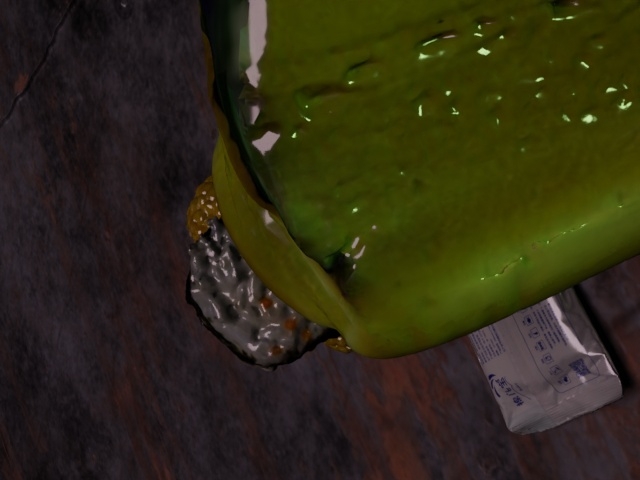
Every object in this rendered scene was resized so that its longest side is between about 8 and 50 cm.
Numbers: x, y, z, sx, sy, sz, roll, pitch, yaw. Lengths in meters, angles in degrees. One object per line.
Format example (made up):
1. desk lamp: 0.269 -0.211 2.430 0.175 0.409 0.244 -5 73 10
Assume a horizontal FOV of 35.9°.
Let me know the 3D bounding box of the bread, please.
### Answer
1. bread: 0.113 -0.105 0.536 0.208 0.376 0.251 -146 35 -72

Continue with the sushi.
1. sushi: 0.000 0.000 0.783 0.136 0.225 0.126 51 166 -3

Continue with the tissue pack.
1. tissue pack: 0.151 0.053 0.774 0.122 0.026 0.193 -40 69 46

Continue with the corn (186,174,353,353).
1. corn: -0.040 0.014 0.931 0.261 0.097 0.097 37 124 37
